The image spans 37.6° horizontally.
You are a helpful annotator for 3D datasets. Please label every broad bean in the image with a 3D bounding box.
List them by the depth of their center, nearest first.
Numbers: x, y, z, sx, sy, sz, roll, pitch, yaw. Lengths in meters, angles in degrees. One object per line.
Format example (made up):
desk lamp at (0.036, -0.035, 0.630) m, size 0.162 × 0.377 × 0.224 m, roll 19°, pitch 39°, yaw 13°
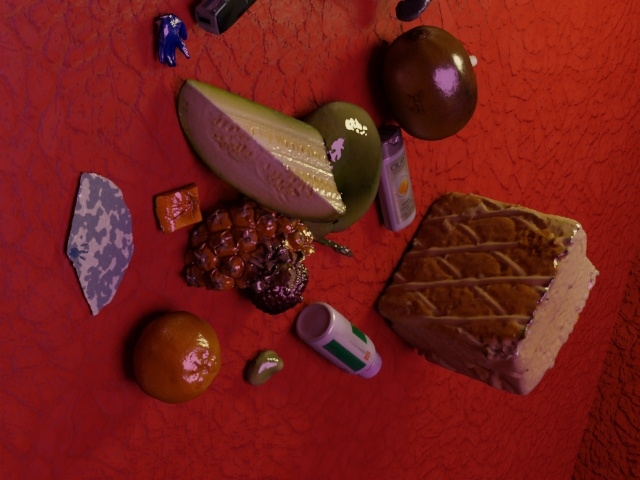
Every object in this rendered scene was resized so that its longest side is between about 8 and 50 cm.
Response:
broad bean at (0.017, -0.126, 1.786) m, size 0.238 × 0.119 × 0.291 m, roll 45°, pitch 66°, yaw -39°
broad bean at (-0.111, 0.250, 1.846) m, size 0.083 × 0.045 × 0.063 m, roll -34°, pitch 142°, yaw -29°

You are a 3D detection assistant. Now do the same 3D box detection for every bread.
bread at (0.383, 0.120, 2.139) m, size 0.279 × 0.390 × 0.371 m, roll 46°, pitch 67°, yaw -45°

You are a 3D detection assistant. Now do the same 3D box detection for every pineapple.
pineapple at (-0.113, 0.010, 1.605) m, size 0.250 × 0.164 × 0.139 m, roll -16°, pitch 117°, yaw -11°

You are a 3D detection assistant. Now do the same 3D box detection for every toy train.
toy train at (-0.117, -0.434, 1.549) m, size 0.252 × 0.048 × 0.055 m, roll -54°, pitch 150°, yaw -31°

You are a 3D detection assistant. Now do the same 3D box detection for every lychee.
lychee at (-0.084, 0.077, 1.746) m, size 0.123 × 0.123 × 0.129 m, roll -54°, pitch 131°, yaw -22°

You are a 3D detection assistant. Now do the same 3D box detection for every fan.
fan at (-0.345, 0.003, 1.472) m, size 0.131 × 0.009 × 0.240 m, roll -22°, pitch 121°, yaw -46°

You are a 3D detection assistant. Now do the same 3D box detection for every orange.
orange at (-0.237, 0.199, 1.586) m, size 0.159 × 0.136 × 0.158 m, roll -21°, pitch 117°, yaw -47°

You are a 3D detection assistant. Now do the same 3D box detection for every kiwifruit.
kiwifruit at (0.218, -0.321, 1.899) m, size 0.196 × 0.196 × 0.234 m, roll -52°, pitch 139°, yaw -24°

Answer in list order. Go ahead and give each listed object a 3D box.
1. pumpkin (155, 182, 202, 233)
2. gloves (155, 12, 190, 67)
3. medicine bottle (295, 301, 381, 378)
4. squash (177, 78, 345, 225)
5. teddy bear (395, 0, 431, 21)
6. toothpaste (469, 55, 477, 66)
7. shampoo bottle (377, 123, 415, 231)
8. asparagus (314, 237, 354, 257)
pumpkin at (-0.229, -0.052, 1.575) m, size 0.101 × 0.035 × 0.073 m, roll -29°, pitch 129°, yaw -45°
gloves at (-0.230, -0.313, 1.470) m, size 0.064 × 0.026 × 0.086 m, roll -28°, pitch 125°, yaw -45°
medicine bottle at (0.046, 0.219, 1.987) m, size 0.095 × 0.095 × 0.260 m, roll -61°, pitch 141°, yaw -14°
squash at (-0.114, -0.126, 1.564) m, size 0.289 × 0.203 × 0.111 m, roll 14°, pitch 138°, yaw -39°
teddy bear at (0.163, -0.520, 1.802) m, size 0.251 × 0.144 × 0.171 m, roll 15°, pitch 113°, yaw -52°
toothpaste at (0.274, -0.377, 2.078) m, size 0.218 × 0.033 × 0.052 m, roll -25°, pitch 120°, yaw -40°
shampoo bottle at (0.155, -0.132, 2.007) m, size 0.086 × 0.056 × 0.227 m, roll -42°, pitch 134°, yaw -34°
asparagus at (0.000, 0.000, 1.897) m, size 0.233 × 0.022 × 0.023 m, roll 23°, pitch 42°, yaw -51°
